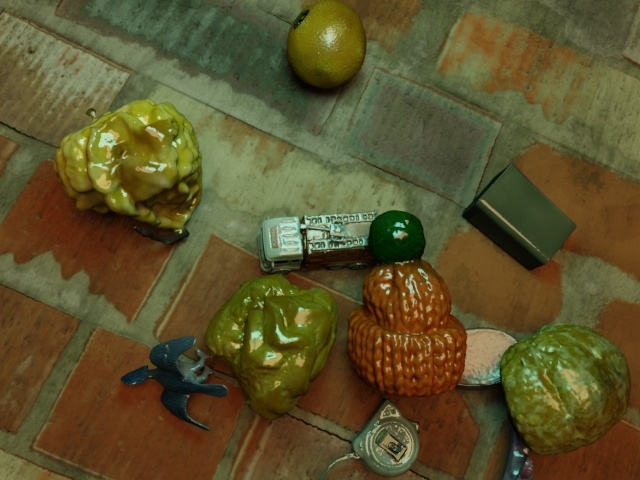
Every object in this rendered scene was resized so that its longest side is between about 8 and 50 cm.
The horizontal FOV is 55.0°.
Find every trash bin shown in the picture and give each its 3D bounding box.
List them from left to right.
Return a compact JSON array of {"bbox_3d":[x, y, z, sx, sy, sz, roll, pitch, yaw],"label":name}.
[{"bbox_3d":[0.527,-0.057,1.635,0.240,0.122,0.164,44,74,5],"label":"trash bin"}]

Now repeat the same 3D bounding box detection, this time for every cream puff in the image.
[{"bbox_3d":[-0.113,0.221,1.398,0.270,0.274,0.323,32,69,-7],"label":"cream puff"}]

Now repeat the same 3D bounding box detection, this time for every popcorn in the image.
[{"bbox_3d":[-0.434,-0.158,1.478,0.349,0.349,0.381,-30,104,-14],"label":"popcorn"}]

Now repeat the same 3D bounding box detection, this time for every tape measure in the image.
[{"bbox_3d":[0.107,0.536,1.424,0.164,0.084,0.330,34,71,9],"label":"tape measure"}]

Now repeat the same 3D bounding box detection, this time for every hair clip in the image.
[{"bbox_3d":[0.474,0.513,1.456,0.091,0.137,0.278,10,64,11],"label":"hair clip"}]

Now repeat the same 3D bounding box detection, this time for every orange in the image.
[{"bbox_3d":[0.017,-0.528,1.664,0.237,0.236,0.236,2,73,-6],"label":"orange"},{"bbox_3d":[0.585,0.324,1.422,0.369,0.210,0.270,-21,77,-33],"label":"orange"}]

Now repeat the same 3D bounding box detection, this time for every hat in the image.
[{"bbox_3d":[0.216,0.140,1.411,0.286,0.285,0.399,9,96,-4],"label":"hat"}]

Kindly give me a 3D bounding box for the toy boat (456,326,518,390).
[{"bbox_3d":[0.397,0.299,1.543,0.228,0.085,0.155,-7,66,3],"label":"toy boat"}]

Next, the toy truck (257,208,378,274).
[{"bbox_3d":[0.000,0.000,1.530,0.306,0.162,0.136,-5,74,-8],"label":"toy truck"}]

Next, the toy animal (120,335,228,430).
[{"bbox_3d":[-0.326,0.324,1.407,0.176,0.256,0.239,-30,119,-38],"label":"toy animal"}]

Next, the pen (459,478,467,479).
[{"bbox_3d":[0.362,0.664,1.443,0.053,0.032,0.197,-19,75,-12],"label":"pen"}]
